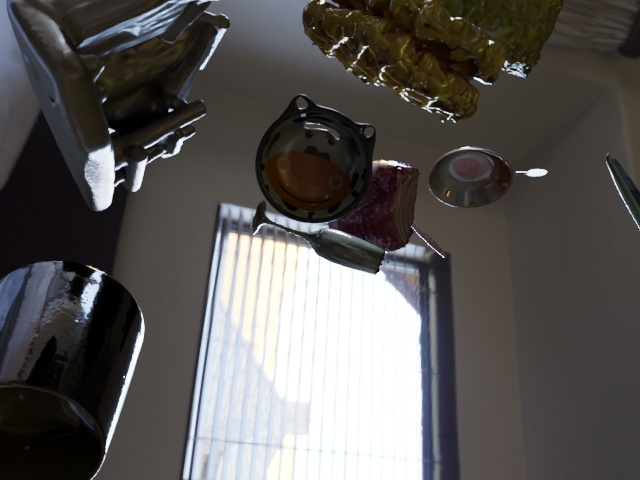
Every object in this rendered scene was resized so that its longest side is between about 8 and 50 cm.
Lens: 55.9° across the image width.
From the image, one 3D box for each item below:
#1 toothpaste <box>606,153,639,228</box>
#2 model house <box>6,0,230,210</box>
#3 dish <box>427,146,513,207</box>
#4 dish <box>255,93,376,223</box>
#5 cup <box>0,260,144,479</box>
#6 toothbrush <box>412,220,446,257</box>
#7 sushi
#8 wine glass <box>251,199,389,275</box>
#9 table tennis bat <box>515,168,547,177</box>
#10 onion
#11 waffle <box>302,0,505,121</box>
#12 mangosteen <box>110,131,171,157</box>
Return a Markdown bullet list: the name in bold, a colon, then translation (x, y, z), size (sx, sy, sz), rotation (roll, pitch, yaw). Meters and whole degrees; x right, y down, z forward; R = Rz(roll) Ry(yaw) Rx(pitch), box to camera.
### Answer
- **toothpaste**: translation (0.870, -0.124, 1.685), size (0.268, 0.069, 0.047), rotation (62, -24, 6)
- **model house**: translation (-0.149, -0.140, 0.491), size (0.188, 0.122, 0.229), rotation (-43, -179, -22)
- **dish**: translation (0.473, -0.220, 1.913), size (0.260, 0.260, 0.085), rotation (122, -18, -49)
- **dish**: translation (-0.014, -0.190, 1.442), size (0.120, 0.303, 0.303), rotation (-90, -165, -73)
- **cup**: translation (-0.251, 0.163, 0.600), size (0.177, 0.166, 0.239), rotation (-109, 176, -61)
- **toothbrush**: translation (0.254, -0.060, 1.710), size (0.029, 0.307, 0.025), rotation (-45, -172, 9)
- **sushi**: translation (0.423, -0.585, 1.555), size (0.240, 0.351, 0.396), rotation (-70, 166, 18)
- **wine glass**: translation (0.000, 0.000, 1.109), size (0.074, 0.262, 0.074), rotation (21, 90, -79)
- **table tennis bat**: translation (0.573, -0.183, 1.639), size (0.050, 0.083, 0.007), rotation (-45, 130, -47)
- **onion**: translation (0.125, -0.097, 1.574), size (0.111, 0.247, 0.250), rotation (10, 86, -78)
- **waffle**: translation (0.129, -0.324, 1.004), size (0.324, 0.261, 0.151), rotation (34, -79, 36)
- **mangosteen**: translation (-0.370, -0.246, 1.160), size (0.210, 0.209, 0.210), rotation (-170, -90, -72)
